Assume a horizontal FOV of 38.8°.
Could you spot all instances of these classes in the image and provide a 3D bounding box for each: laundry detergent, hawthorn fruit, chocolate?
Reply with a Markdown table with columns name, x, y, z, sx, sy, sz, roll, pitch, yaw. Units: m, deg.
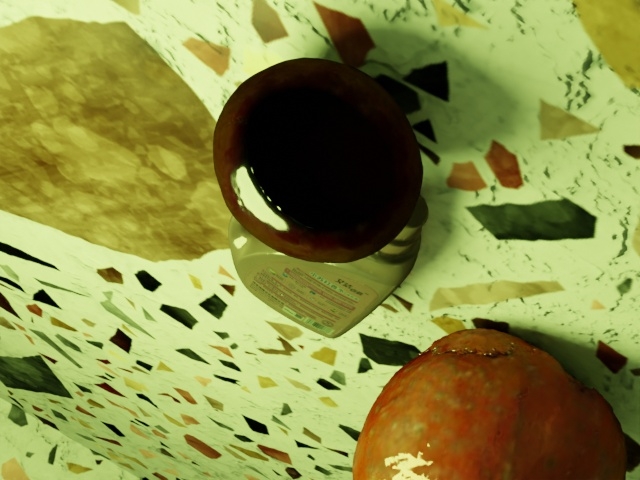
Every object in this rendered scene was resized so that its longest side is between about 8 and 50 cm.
| name | x | y | z | sx | sy | sz | roll | pitch | yaw |
| --- | --- | --- | --- | --- | --- | --- | --- | --- | --- |
| laundry detergent | 0.000 | 0.000 | 0.864 | 0.171 | 0.076 | 0.237 | 31 | 149 | -4 |
| hawthorn fruit | 0.147 | 0.250 | 0.915 | 0.276 | 0.307 | 0.276 | 33 | 151 | 20 |
| chocolate | -0.002 | -0.061 | 0.715 | 0.177 | 0.176 | 0.176 | 20 | 149 | 13 |
